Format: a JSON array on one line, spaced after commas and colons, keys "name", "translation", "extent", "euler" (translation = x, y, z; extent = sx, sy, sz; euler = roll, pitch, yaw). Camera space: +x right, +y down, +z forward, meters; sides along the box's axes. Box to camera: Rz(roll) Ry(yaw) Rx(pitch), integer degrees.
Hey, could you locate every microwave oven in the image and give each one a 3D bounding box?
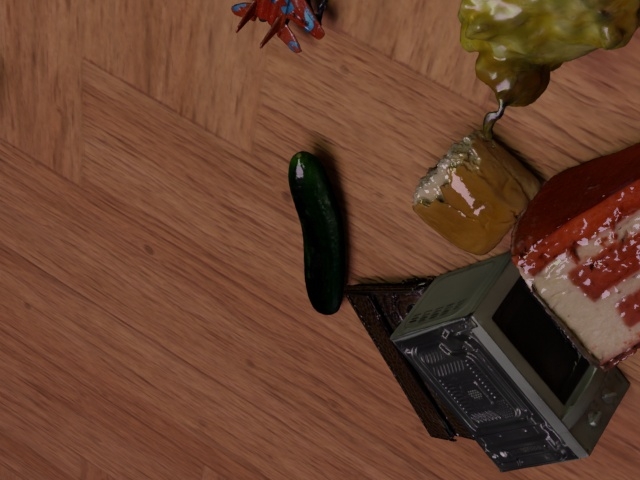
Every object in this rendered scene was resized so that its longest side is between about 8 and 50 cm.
[{"name": "microwave oven", "translation": [0.203, 0.136, 1.460], "extent": [0.208, 0.122, 0.162], "euler": [50, 143, -13]}]

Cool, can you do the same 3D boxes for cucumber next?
[{"name": "cucumber", "translation": [0.000, 0.000, 1.563], "extent": [0.056, 0.056, 0.284], "euler": [22, 145, 25]}]

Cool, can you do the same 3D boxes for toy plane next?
[{"name": "toy plane", "translation": [-0.038, -0.265, 1.311], "extent": [0.130, 0.061, 0.189], "euler": [35, 140, 10]}]

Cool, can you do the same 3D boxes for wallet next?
[{"name": "wallet", "translation": [0.130, 0.148, 1.612], "extent": [0.133, 0.039, 0.243], "euler": [-3, 126, 43]}]

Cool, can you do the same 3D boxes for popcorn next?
[{"name": "popcorn", "translation": [0.174, -0.204, 1.091], "extent": [0.168, 0.173, 0.195], "euler": [8, 150, -29]}]

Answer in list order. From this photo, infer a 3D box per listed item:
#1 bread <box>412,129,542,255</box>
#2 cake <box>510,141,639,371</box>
[{"name": "bread", "translation": [0.151, -0.043, 1.351], "extent": [0.106, 0.082, 0.125], "euler": [46, 142, 4]}, {"name": "cake", "translation": [0.323, -0.023, 1.246], "extent": [0.262, 0.159, 0.158], "euler": [-34, 105, 18]}]
